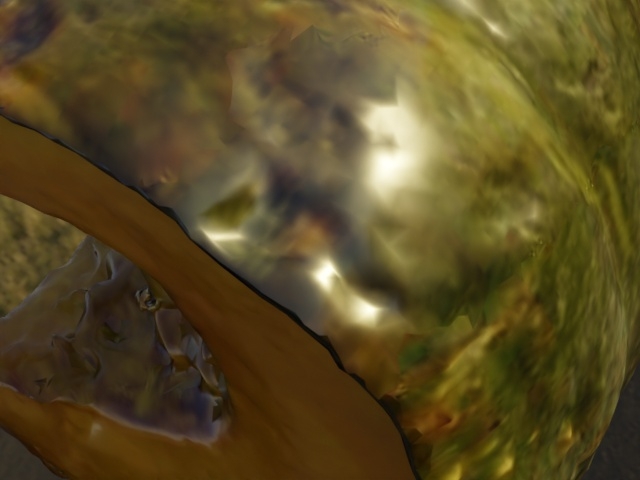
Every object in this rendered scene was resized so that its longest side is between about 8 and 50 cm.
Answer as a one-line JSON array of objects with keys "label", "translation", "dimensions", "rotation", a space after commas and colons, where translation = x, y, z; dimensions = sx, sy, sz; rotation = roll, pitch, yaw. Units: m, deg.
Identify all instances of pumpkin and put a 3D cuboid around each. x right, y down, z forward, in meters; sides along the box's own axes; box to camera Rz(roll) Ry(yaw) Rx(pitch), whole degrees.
[{"label": "pumpkin", "translation": [0.000, 0.000, 0.506], "dimensions": [0.225, 0.256, 0.303], "rotation": [-58, -8, -27]}]
